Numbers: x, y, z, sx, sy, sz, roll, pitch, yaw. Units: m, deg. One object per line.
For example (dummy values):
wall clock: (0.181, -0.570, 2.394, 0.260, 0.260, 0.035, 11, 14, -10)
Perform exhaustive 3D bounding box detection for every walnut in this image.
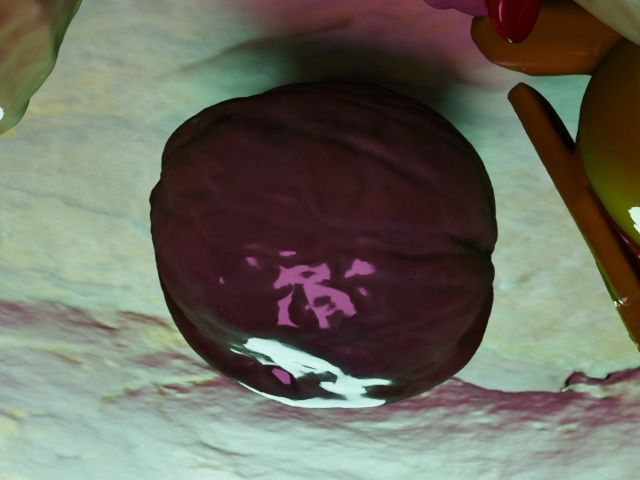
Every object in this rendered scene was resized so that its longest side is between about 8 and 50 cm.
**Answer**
walnut: (0.000, 0.000, 0.830, 0.224, 0.224, 0.224, 7, 140, 6)

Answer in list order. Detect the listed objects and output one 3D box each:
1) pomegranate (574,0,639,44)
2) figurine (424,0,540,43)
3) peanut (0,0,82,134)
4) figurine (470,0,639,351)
pomegranate: (0.223, -0.214, 0.379, 0.412, 0.411, 0.411, 7, 140, 6)
figurine: (0.091, -0.155, 0.721, 0.071, 0.083, 0.067, 28, 162, 46)
peanut: (-0.203, -0.175, 0.688, 0.174, 0.158, 0.340, -10, 146, -16)
figurine: (0.226, -0.025, 0.773, 0.169, 0.218, 0.326, -35, 124, -8)
